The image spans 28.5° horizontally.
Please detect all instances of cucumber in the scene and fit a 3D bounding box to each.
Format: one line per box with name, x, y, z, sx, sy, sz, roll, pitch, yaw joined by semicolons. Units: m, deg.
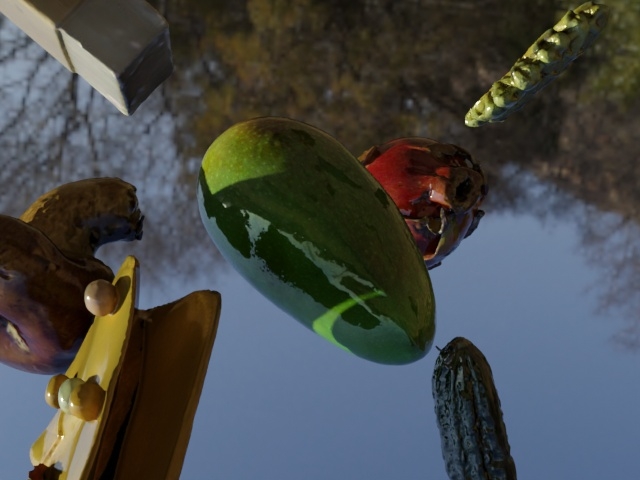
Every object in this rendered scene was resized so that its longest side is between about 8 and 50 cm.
cucumber;0.156;0.213;1.246;0.077;0.265;0.077;-15;-166;4

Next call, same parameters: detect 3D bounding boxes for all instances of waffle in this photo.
waffle;0.292;-0.231;1.679;0.054;0.223;0.204;48;169;3

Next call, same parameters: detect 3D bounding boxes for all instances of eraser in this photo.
eraser;-0.277;-0.255;1.098;0.343;0.078;0.144;41;170;3

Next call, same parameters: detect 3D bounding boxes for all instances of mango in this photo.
mango;0.000;0.000;1.497;0.201;0.225;0.382;-32;-117;-23

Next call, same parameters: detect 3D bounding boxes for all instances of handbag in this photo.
handbag;-0.236;0.235;1.255;0.133;0.283;0.401;23;-136;-15

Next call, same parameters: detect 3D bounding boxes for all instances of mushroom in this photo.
mushroom;-0.352;0.045;1.509;0.267;0.267;0.254;8;-148;4

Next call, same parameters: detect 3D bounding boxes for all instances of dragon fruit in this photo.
dragon fruit;0.139;-0.055;2.040;0.250;0.250;0.315;4;-175;-9
